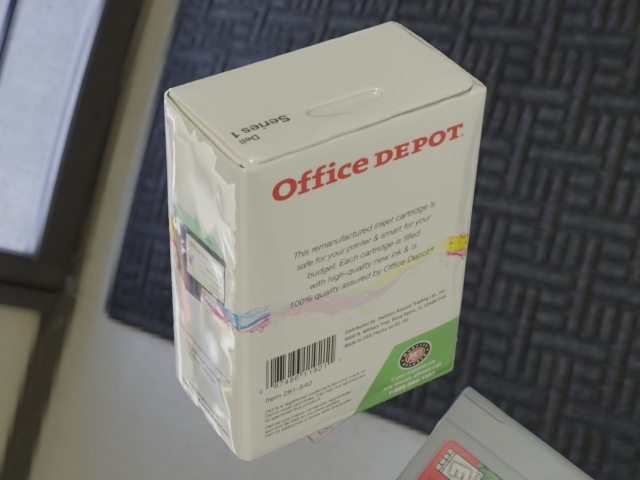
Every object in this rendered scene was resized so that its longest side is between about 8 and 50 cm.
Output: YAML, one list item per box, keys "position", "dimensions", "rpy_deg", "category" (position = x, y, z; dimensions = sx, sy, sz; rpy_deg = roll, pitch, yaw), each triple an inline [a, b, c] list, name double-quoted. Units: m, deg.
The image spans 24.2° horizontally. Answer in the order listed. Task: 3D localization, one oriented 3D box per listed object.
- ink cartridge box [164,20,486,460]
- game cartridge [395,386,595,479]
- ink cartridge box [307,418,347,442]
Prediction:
- position: [0.000, 0.000, 1.109]
  dimensions: [0.117, 0.201, 0.278]
  rpy_deg: [45, 145, 40]
  category: "ink cartridge box"
- position: [0.146, 0.296, 1.453]
  dimensions: [0.196, 0.294, 0.060]
  rpy_deg: [39, 143, 5]
  category: "game cartridge"
- position: [-0.005, 0.053, 1.619]
  dimensions: [0.186, 0.065, 0.311]
  rpy_deg: [-37, 43, 2]
  category: "ink cartridge box"
